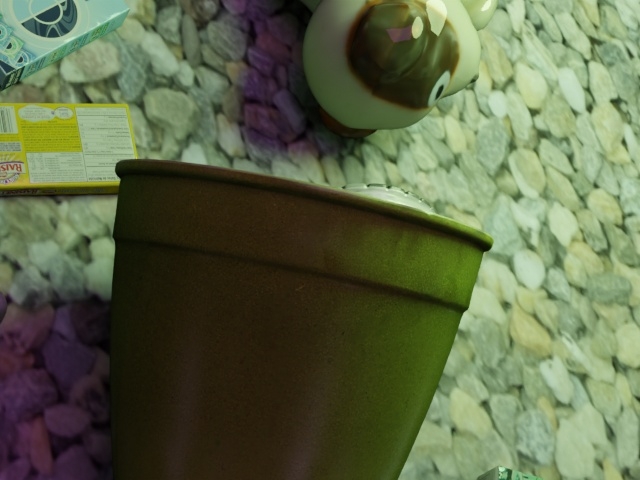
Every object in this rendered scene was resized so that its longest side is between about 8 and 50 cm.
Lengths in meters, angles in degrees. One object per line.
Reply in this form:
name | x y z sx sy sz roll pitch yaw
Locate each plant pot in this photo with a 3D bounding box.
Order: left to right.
plant pot | -0.050 0.135 1.269 0.367 0.366 0.352 13 85 -19

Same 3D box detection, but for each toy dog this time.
toy dog | 0.059 -0.332 1.610 0.396 0.284 0.407 -5 70 -27

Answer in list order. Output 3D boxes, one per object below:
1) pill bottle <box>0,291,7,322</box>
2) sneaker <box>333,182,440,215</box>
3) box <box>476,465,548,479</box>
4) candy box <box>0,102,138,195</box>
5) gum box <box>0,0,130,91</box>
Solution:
pill bottle | -0.434 0.013 1.275 0.264 0.146 0.146 48 55 3
sneaker | 0.000 0.000 1.532 0.297 0.111 0.129 2 76 -18
box | 0.316 0.405 1.490 0.322 0.058 0.232 19 59 -17
candy box | -0.303 -0.100 1.468 0.206 0.027 0.105 -2 69 -26
gum box | -0.338 -0.276 1.532 0.184 0.041 0.157 -36 84 -34
